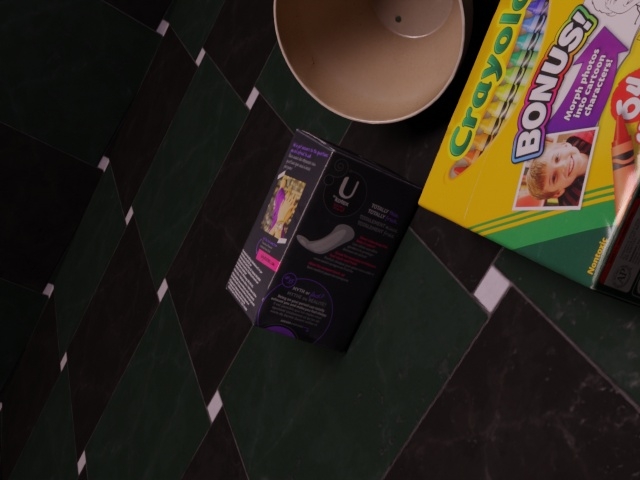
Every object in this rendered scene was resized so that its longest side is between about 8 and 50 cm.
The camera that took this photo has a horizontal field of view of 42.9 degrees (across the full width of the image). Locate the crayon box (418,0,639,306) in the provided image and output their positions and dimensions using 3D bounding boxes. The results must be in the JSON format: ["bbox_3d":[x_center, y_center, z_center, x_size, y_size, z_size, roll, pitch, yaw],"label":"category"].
[{"bbox_3d":[0.283,-0.153,0.860,0.313,0.106,0.363,34,104,60],"label":"crayon box"}]

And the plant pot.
[{"bbox_3d":[0.101,-0.335,1.179,0.284,0.284,0.191,-43,2,39],"label":"plant pot"}]

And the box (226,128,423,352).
[{"bbox_3d":[0.000,0.000,1.193,0.270,0.165,0.143,-64,29,9],"label":"box"}]
